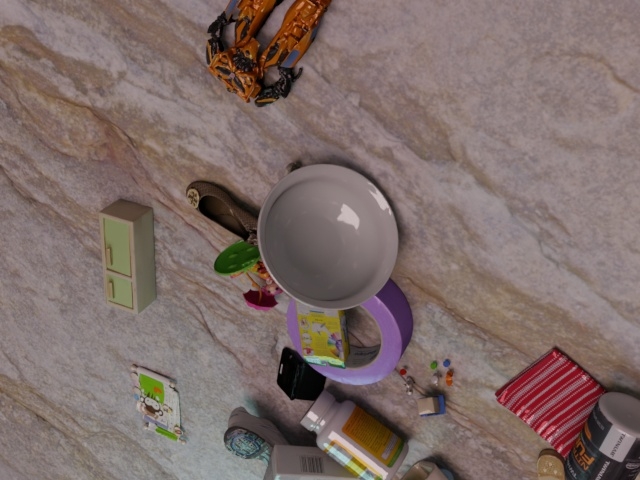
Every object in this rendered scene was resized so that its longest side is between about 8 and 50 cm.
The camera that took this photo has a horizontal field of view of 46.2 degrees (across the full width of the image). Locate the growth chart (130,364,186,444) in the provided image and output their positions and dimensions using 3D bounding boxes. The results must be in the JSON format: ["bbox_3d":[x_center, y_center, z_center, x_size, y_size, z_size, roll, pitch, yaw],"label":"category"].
[{"bbox_3d":[-0.465,0.466,2.132,0.171,0.021,0.237,10,119,23],"label":"growth chart"}]

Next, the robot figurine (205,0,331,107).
[{"bbox_3d":[-0.118,-0.395,1.466,0.211,0.085,0.291,40,126,0],"label":"robot figurine"}]

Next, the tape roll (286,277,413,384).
[{"bbox_3d":[0.065,0.186,1.683,0.274,0.090,0.275,12,120,21],"label":"tape roll"}]

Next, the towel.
[{"bbox_3d":[0.532,0.372,1.587,0.275,0.031,0.199,41,125,1],"label":"towel"}]

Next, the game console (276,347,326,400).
[{"bbox_3d":[-0.047,0.333,1.862,0.107,0.071,0.122,41,132,39],"label":"game console"}]

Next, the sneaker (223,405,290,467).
[{"bbox_3d":[-0.122,0.530,1.946,0.111,0.129,0.297,-38,116,17],"label":"sneaker"}]

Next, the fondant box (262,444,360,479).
[{"bbox_3d":[-0.036,0.669,1.918,0.238,0.096,0.330,8,125,-14],"label":"fondant box"}]

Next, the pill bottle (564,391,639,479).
[{"bbox_3d":[0.572,0.435,1.501,0.130,0.130,0.246,22,120,14],"label":"pill bottle"}]

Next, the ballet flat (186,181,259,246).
[{"bbox_3d":[-0.215,-0.056,1.696,0.249,0.058,0.084,33,132,19],"label":"ballet flat"}]

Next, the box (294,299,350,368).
[{"bbox_3d":[0.007,0.195,1.636,0.105,0.043,0.179,5,115,24],"label":"box"}]

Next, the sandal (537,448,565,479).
[{"bbox_3d":[0.522,0.587,1.674,0.088,0.079,0.240,-6,113,28],"label":"sandal"}]

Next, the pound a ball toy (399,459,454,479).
[{"bbox_3d":[0.344,0.668,1.750,0.319,0.136,0.208,47,161,-3],"label":"pound a ball toy"}]

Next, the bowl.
[{"bbox_3d":[0.000,0.000,1.540,0.298,0.298,0.134,51,160,-6],"label":"bowl"}]

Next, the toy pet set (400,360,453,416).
[{"bbox_3d":[0.255,0.339,1.702,0.122,0.065,0.114,-15,73,28],"label":"toy pet set"}]

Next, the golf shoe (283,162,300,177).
[{"bbox_3d":[-0.081,-0.089,1.625,0.086,0.069,0.176,16,121,25],"label":"golf shoe"}]

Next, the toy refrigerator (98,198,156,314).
[{"bbox_3d":[-0.482,0.044,1.873,0.102,0.094,0.270,16,122,18],"label":"toy refrigerator"}]

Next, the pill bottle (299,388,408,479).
[{"bbox_3d":[0.077,0.471,1.797,0.245,0.136,0.136,37,126,5],"label":"pill bottle"}]

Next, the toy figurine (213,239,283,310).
[{"bbox_3d":[-0.135,0.087,1.736,0.173,0.130,0.159,-22,121,8],"label":"toy figurine"}]
